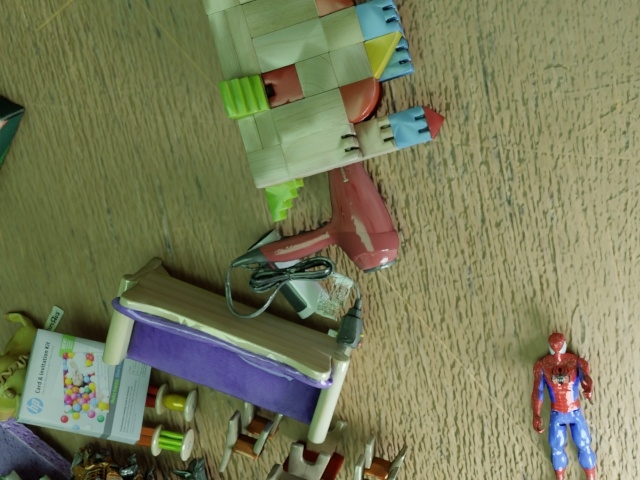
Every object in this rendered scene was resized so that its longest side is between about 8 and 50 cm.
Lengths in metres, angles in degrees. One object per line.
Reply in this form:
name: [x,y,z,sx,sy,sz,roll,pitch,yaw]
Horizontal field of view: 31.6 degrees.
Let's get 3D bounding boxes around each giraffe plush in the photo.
giraffe plush: [-0.482,0.225,1.805,0.181,0.170,0.210,17,112,9]

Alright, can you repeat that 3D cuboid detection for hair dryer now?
hair dryer: [0.000,0.000,1.623,0.224,0.080,0.293,20,93,-2]

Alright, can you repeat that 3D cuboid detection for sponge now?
sponge: [-0.509,0.372,1.926,0.210,0.031,0.117,40,127,-3]

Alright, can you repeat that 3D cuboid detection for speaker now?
speaker: [-0.049,0.049,1.695,0.055,0.055,0.136,-35,97,22]

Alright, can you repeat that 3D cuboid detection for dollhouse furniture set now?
dollhouse furniture set: [-0.029,0.367,1.688,0.262,0.259,0.135,18,108,9]

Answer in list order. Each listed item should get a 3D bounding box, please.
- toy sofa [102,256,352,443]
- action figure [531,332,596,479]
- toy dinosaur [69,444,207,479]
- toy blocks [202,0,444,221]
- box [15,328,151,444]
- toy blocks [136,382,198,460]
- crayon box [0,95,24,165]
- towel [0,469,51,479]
toy sofa: [-0.141,0.172,1.696,0.363,0.177,0.150,20,112,6]
action figure: [0.356,0.275,1.628,0.091,0.139,0.280,-7,104,15]
toy dinosaur: [-0.293,0.450,1.801,0.164,0.218,0.322,-52,48,38]
toy blocks: [0.006,-0.244,1.516,0.261,0.191,0.381,-16,91,10]
box: [-0.363,0.227,1.750,0.186,0.145,0.038,15,152,-16]
toy blocks: [-0.279,0.286,1.832,0.148,0.054,0.123,10,104,11]
crayon box: [-0.618,-0.113,1.772,0.202,0.081,0.318,30,114,3]
towel: [-0.451,0.539,1.931,0.324,0.056,0.312,41,136,-3]
